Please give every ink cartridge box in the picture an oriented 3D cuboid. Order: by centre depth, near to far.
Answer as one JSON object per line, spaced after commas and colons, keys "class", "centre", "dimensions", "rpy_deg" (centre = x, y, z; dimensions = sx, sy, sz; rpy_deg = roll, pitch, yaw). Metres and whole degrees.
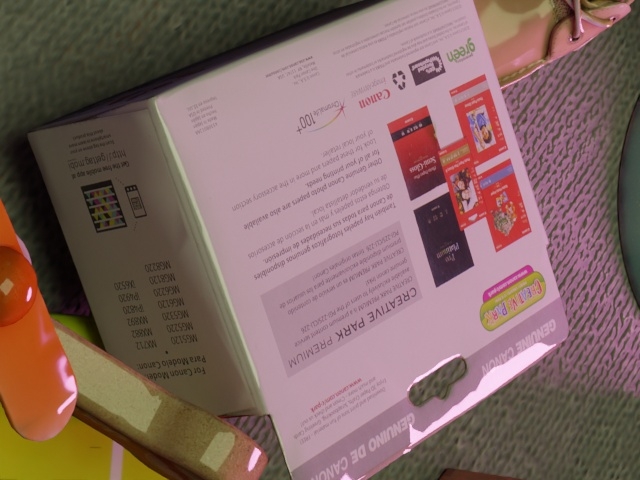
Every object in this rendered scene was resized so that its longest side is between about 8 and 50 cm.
{"class": "ink cartridge box", "centre": [0.000, 0.000, 1.281], "dimensions": [0.309, 0.130, 0.272], "rpy_deg": [-27, 102, -44]}

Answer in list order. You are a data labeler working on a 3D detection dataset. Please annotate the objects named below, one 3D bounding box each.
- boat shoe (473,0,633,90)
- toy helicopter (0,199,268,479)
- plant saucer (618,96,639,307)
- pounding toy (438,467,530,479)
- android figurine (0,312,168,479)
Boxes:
{"class": "boat shoe", "centre": [0.177, -0.204, 1.475], "dimensions": [0.341, 0.110, 0.122], "rpy_deg": [-43, 117, -31]}
{"class": "toy helicopter", "centre": [-0.171, 0.044, 1.076], "dimensions": [0.355, 0.235, 0.140], "rpy_deg": [34, 69, -19]}
{"class": "plant saucer", "centre": [0.379, -0.035, 1.692], "dimensions": [0.317, 0.043, 0.318], "rpy_deg": [-1, 91, -40]}
{"class": "pounding toy", "centre": [0.163, 0.235, 1.455], "dimensions": [0.100, 0.141, 0.130], "rpy_deg": [-50, 120, -28]}
{"class": "android figurine", "centre": [-0.174, 0.168, 1.230], "dimensions": [0.273, 0.056, 0.248], "rpy_deg": [4, 89, -39]}
